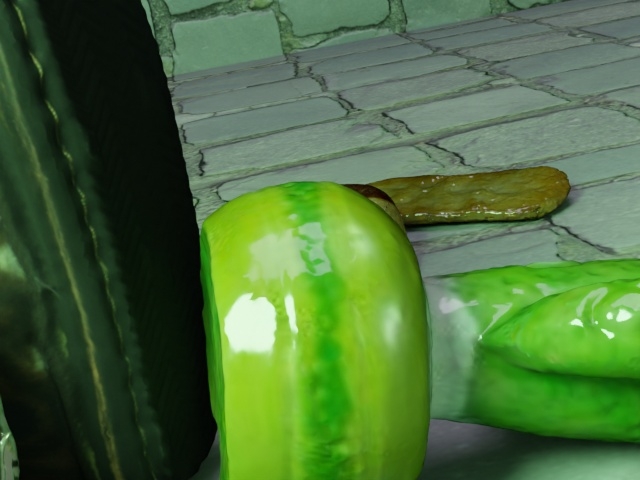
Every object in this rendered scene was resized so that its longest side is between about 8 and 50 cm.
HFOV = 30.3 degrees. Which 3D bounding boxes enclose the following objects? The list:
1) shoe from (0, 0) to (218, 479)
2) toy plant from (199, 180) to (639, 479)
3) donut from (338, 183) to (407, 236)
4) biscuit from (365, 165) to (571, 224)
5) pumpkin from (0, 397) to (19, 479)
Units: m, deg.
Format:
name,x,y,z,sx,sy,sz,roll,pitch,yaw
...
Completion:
name,x,y,z,sx,sy,sz,roll,pitch,yaw
shoe,-0.207,-0.022,0.677,0.237,0.383,0.171,-6,24,15
toy plant,0.098,0.054,0.637,0.316,0.184,0.224,-3,-8,-10
donut,0.000,0.000,1.054,0.166,0.073,0.184,-6,17,5
biscuit,0.128,-0.040,1.195,0.247,0.029,0.118,-2,24,25
pumpkin,-0.271,0.102,0.515,0.260,0.260,0.189,-13,-13,-11
